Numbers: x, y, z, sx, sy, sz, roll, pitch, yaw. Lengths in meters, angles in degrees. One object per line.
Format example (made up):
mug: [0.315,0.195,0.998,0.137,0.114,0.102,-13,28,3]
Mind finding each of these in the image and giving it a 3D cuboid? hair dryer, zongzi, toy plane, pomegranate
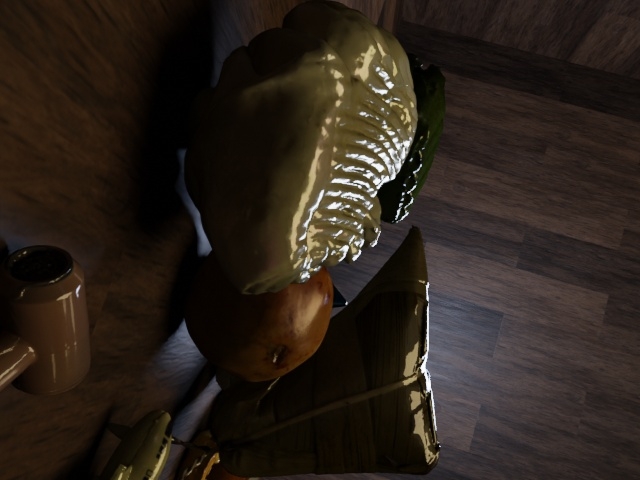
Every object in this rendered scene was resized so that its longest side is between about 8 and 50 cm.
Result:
hair dryer: [-0.237,0.092,0.398,0.181,0.064,0.117,-56,161,-54]
zongzi: [-0.036,0.205,1.087,0.218,0.500,0.466,118,-29,-77]
toy plane: [-0.255,0.318,0.677,0.229,0.092,0.244,90,17,-63]
pomegranate: [-0.099,0.097,0.892,0.248,0.248,0.248,17,90,-84]

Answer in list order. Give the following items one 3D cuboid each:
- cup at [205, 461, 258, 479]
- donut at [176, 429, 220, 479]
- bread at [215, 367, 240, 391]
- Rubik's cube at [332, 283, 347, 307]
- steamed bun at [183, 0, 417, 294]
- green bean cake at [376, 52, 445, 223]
cup: [-0.183,0.495,1.354,0.226,0.182,0.264,3,-114,61]
donut: [-0.258,0.491,1.217,0.146,0.078,0.181,78,35,-76]
bread: [-0.120,0.283,1.269,0.192,0.210,0.109,-59,170,-65]
Rubik's cube: [-0.146,0.084,1.217,0.234,0.284,0.250,-53,-136,44]
steamed bun: [-0.038,-0.117,0.719,0.339,0.247,0.352,-11,112,-62]
green bean cake: [0.081,-0.232,1.192,0.218,0.335,0.319,-58,168,-35]
